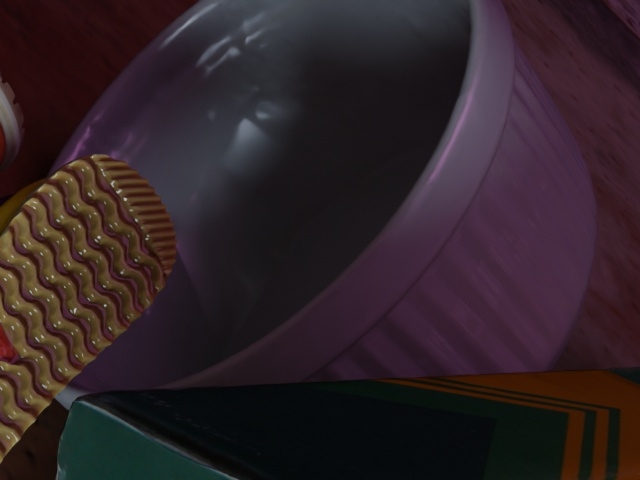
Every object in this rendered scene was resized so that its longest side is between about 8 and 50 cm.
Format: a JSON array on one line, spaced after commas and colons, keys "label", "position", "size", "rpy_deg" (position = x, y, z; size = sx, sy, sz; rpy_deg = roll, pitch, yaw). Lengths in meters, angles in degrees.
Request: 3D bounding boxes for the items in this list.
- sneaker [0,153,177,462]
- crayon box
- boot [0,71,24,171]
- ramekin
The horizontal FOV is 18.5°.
[{"label": "sneaker", "position": [-0.125, 0.045, 0.610], "size": [0.185, 0.084, 0.069], "rpy_deg": [-38, 97, -36]}, {"label": "crayon box", "position": [0.036, 0.146, 0.587], "size": [0.083, 0.203, 0.323], "rpy_deg": [22, 11, 33]}, {"label": "boot", "position": [-0.172, -0.053, 0.660], "size": [0.158, 0.059, 0.084], "rpy_deg": [37, 46, -28]}, {"label": "ramekin", "position": [0.000, 0.000, 0.703], "size": [0.109, 0.207, 0.207], "rpy_deg": [45, 28, -34]}]
